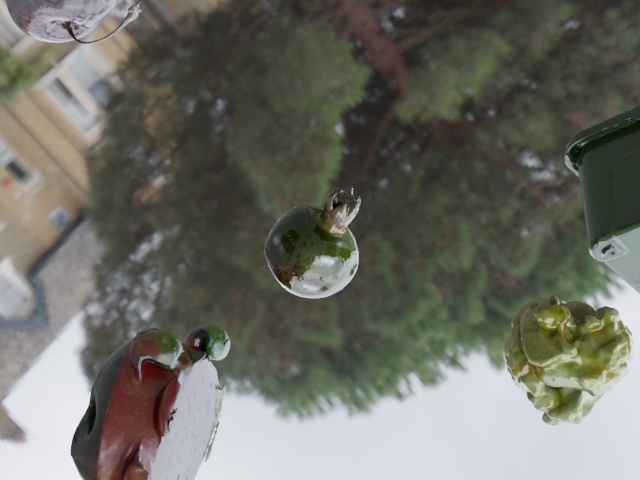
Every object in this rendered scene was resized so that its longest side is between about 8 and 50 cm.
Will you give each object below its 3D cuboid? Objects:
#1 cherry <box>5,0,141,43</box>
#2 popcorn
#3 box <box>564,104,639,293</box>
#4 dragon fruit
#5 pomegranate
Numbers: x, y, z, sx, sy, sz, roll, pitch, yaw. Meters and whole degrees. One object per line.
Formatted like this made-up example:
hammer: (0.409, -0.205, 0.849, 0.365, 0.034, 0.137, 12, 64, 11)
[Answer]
cherry: (-0.242, -0.278, 1.306, 0.188, 0.115, 0.148, -21, -147, 45)
popcorn: (0.358, 0.160, 1.877, 0.187, 0.185, 0.167, -45, -165, 45)
box: (0.469, -0.053, 1.469, 0.328, 0.253, 0.178, -25, -137, 36)
dragon fruit: (-0.208, 0.227, 1.577, 0.130, 0.268, 0.295, 11, -124, 16)
pomegranate: (0.000, 0.000, 1.491, 0.142, 0.114, 0.114, -56, -172, 31)
